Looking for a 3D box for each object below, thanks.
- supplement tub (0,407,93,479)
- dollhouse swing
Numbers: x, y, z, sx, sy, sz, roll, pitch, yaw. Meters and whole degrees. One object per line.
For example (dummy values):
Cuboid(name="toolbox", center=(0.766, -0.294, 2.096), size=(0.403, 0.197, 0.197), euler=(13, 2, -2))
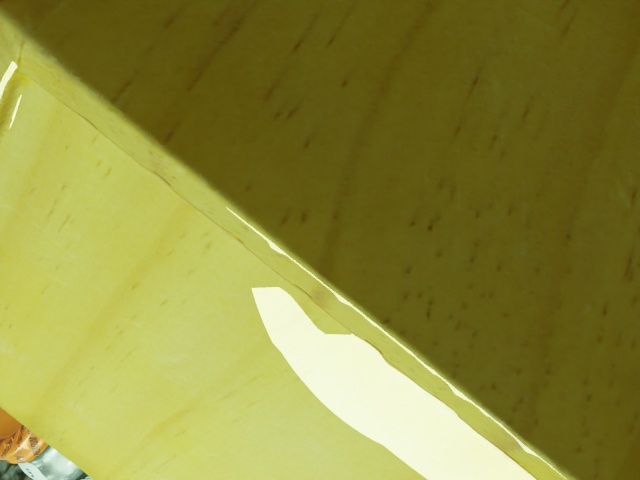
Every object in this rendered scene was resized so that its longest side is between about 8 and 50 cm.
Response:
Cuboid(name="supplement tub", center=(-0.142, 0.127, 0.733), size=(0.117, 0.190, 0.117), euler=(-20, 61, 40))
Cuboid(name="dollhouse swing", center=(0.000, 0.000, 0.561), size=(0.315, 0.347, 0.305), euler=(-53, 3, -26))
